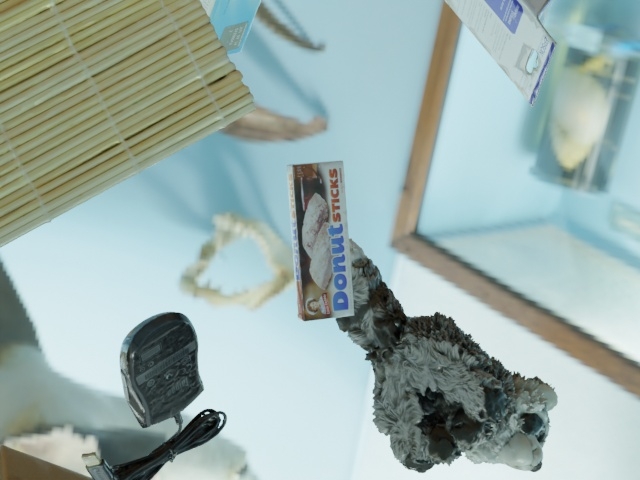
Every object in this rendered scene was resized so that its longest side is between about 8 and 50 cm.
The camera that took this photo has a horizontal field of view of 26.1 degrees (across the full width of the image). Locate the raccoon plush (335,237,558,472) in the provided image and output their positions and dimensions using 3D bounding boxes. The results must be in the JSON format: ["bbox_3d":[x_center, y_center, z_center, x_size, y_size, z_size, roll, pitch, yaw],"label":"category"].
[{"bbox_3d":[0.218,0.178,2.223,0.216,0.446,0.299,-27,167,29],"label":"raccoon plush"}]

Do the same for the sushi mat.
[{"bbox_3d":[-0.209,-0.077,0.878,0.317,0.151,0.019,-30,-179,-14],"label":"sushi mat"}]

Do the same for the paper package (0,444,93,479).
[{"bbox_3d":[-0.362,0.497,2.025,0.325,0.168,0.309,26,-156,-30],"label":"paper package"}]

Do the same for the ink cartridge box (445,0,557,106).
[{"bbox_3d":[0.215,-0.347,1.812,0.065,0.165,0.332,-30,-107,-16],"label":"ink cartridge box"}]

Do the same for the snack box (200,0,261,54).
[{"bbox_3d":[-0.151,-0.320,1.130,0.060,0.187,0.322,-21,-120,-39],"label":"snack box"}]

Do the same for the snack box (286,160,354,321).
[{"bbox_3d":[0.000,0.000,1.569,0.064,0.178,0.022,-6,-175,-24],"label":"snack box"}]

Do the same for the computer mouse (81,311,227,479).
[{"bbox_3d":[-0.218,0.190,1.637,0.184,0.262,0.060,-35,-127,-19],"label":"computer mouse"}]
